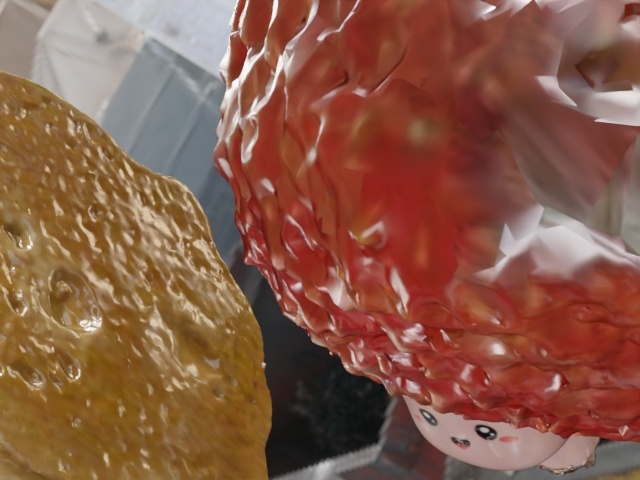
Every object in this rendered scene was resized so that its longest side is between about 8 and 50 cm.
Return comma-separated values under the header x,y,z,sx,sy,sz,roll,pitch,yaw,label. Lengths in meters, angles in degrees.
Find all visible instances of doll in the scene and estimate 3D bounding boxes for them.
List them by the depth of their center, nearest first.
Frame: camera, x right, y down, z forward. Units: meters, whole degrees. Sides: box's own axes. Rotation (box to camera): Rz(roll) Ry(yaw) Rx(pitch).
x,y,z,sx,sy,sz,roll,pitch,yaw,label
0.162,0.081,1.192,0.284,0.268,0.216,11,56,36,doll

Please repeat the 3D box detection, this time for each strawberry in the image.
x,y,z,sx,sy,sz,roll,pitch,yaw,label
0.102,-0.064,0.481,0.310,0.292,0.291,93,-158,-72,strawberry

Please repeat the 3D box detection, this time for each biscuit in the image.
x,y,z,sx,sy,sz,roll,pitch,yaw,label
-0.184,0.049,1.017,0.062,0.365,0.385,-36,44,27,biscuit
